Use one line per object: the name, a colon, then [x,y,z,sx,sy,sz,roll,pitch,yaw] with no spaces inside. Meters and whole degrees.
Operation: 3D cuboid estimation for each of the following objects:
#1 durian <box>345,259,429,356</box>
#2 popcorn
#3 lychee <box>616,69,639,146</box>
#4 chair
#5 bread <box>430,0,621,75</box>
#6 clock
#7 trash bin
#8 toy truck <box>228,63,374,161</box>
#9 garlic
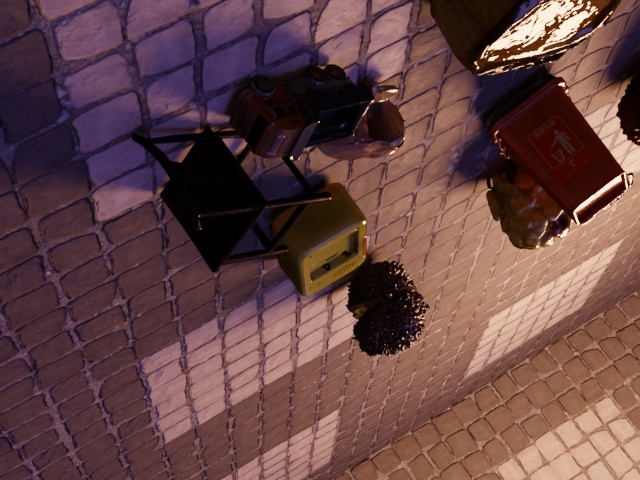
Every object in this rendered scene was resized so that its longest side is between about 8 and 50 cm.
durian: [0.125,0.130,2.132,0.167,0.196,0.196,-29,157,-11]
popcorn: [0.421,-0.092,2.146,0.170,0.218,0.189,3,159,33]
lychee: [0.711,-0.265,2.130,0.271,0.271,0.271,-30,157,-14]
chair: [-0.133,-0.055,1.431,0.260,0.154,0.141,-10,147,-50]
bread: [0.281,-0.333,1.468,0.253,0.142,0.227,-16,153,-41]
clock: [0.000,0.000,1.809,0.143,0.096,0.202,-33,159,-12]
trash bin: [0.424,-0.151,1.921,0.161,0.238,0.184,-38,159,6]
toy truck: [-0.020,-0.169,1.441,0.192,0.092,0.083,-17,153,-37]
garlic: [0.071,-0.160,1.595,0.124,0.099,0.174,-31,164,30]
